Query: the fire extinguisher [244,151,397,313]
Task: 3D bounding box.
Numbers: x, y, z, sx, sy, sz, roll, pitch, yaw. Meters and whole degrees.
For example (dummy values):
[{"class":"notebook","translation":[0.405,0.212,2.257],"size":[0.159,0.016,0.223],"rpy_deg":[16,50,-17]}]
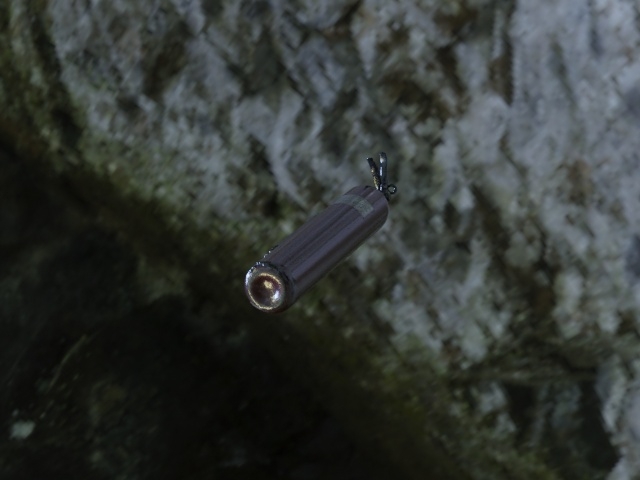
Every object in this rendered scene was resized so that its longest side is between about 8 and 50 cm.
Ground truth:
[{"class":"fire extinguisher","translation":[0.000,0.000,0.882],"size":[0.035,0.049,0.173],"rpy_deg":[45,-149,4]}]
